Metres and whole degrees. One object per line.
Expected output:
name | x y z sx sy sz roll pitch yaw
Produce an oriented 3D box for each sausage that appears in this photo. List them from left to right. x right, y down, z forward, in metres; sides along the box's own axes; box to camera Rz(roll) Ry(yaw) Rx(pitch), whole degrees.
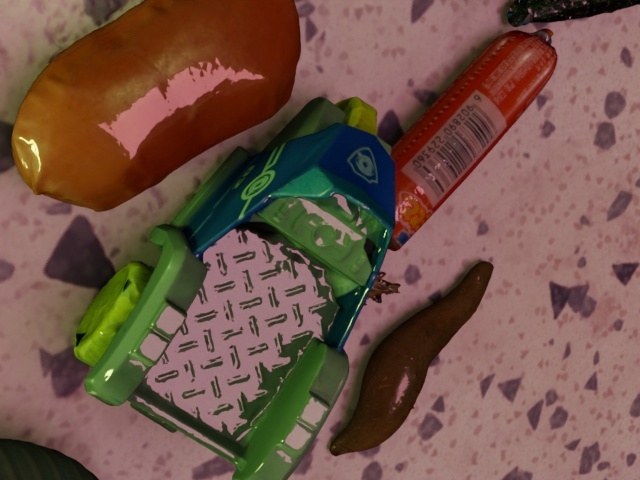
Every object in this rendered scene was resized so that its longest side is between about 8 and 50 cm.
sausage | -0.126 -0.121 0.945 0.258 0.133 0.133 -33 116 -16
sausage | 0.133 -0.109 1.133 0.274 0.074 0.074 -48 120 -13

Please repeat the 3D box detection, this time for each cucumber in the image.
cucumber | 0.293 -0.250 1.213 0.256 0.043 0.044 -15 104 -27

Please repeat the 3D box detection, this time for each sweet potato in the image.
sweet potato | 0.092 0.109 1.170 0.249 0.059 0.069 -53 141 -14

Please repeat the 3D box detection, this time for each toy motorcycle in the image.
toy motorcycle | -0.035 0.023 0.970 0.191 0.200 0.326 34 85 -18

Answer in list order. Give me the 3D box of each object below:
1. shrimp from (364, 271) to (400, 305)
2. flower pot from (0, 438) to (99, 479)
shrimp | 0.000 0.000 1.101 0.178 0.034 0.124 6 96 -22
flower pot | -0.269 0.245 0.924 0.243 0.157 0.189 5 97 -31
